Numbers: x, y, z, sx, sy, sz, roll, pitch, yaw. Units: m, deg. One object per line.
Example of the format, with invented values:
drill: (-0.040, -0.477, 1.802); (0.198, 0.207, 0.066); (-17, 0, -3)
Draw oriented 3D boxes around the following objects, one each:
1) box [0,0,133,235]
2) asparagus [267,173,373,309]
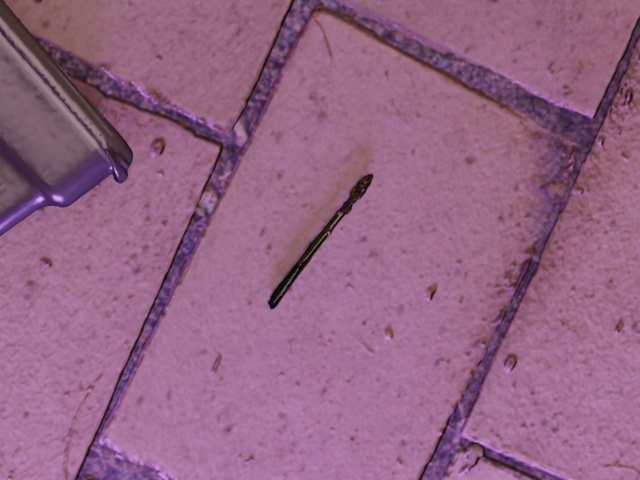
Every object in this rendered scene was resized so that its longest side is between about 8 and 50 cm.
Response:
box: (-0.315, -0.118, 1.629); (0.178, 0.138, 0.274); (-40, 103, -2)
asparagus: (0.000, 0.000, 1.788); (0.013, 0.016, 0.166); (37, 87, 16)
